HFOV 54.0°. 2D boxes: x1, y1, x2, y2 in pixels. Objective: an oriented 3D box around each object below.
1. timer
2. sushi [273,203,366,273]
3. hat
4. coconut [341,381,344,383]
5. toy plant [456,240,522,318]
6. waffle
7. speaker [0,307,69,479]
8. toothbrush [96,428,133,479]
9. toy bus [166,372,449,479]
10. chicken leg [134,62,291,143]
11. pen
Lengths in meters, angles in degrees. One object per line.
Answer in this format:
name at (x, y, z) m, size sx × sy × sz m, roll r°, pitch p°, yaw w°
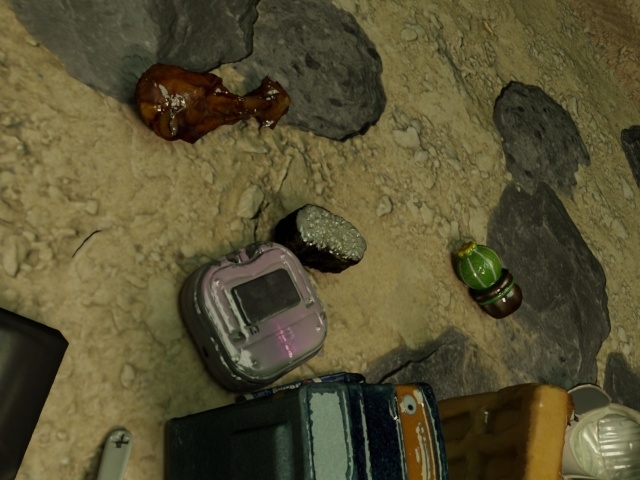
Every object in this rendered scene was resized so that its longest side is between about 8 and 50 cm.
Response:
timer at (-0.087, 0.103, 0.897) m, size 0.208 × 0.069 × 0.190 m, roll -25°, pitch 87°, yaw -43°
sushi at (0.000, 0.000, 1.010) m, size 0.150 × 0.078 × 0.090 m, roll 18°, pitch 54°, yaw -34°
hat at (0.560, 0.429, 1.278) m, size 0.275 × 0.161 × 0.232 m, roll 10°, pitch 51°, yaw -13°
coconut at (0.042, 0.251, 0.940) m, size 0.082 × 0.081 × 0.083 m, roll -47°, pitch 124°, yaw -7°
toy plant at (0.335, 0.074, 1.265) m, size 0.162 × 0.093 × 0.093 m, roll 55°, pitch 46°, yaw -9°
waffle at (0.193, 0.361, 0.868) m, size 0.077 × 0.304 × 0.348 m, roll 42°, pitch 48°, yaw -20°
speaker at (-0.408, 0.080, 0.540) m, size 0.388 × 0.184 × 0.180 m, roll 31°, pitch 54°, yaw -30°
toothbrush at (-0.235, 0.356, 0.606) m, size 0.040 × 0.040 × 0.386 m, roll 34°, pitch 32°, yaw -26°
toy bus at (-0.032, 0.253, 0.702) m, size 0.194 × 0.323 × 0.162 m, roll 11°, pitch 65°, yaw -35°
chicken leg at (-0.157, -0.206, 0.968) m, size 0.304 × 0.093 × 0.113 m, roll -13°, pitch 98°, yaw -52°
pen at (-0.034, 0.219, 0.921) m, size 0.204 × 0.025 × 0.025 m, roll -3°, pitch 74°, yaw -42°
